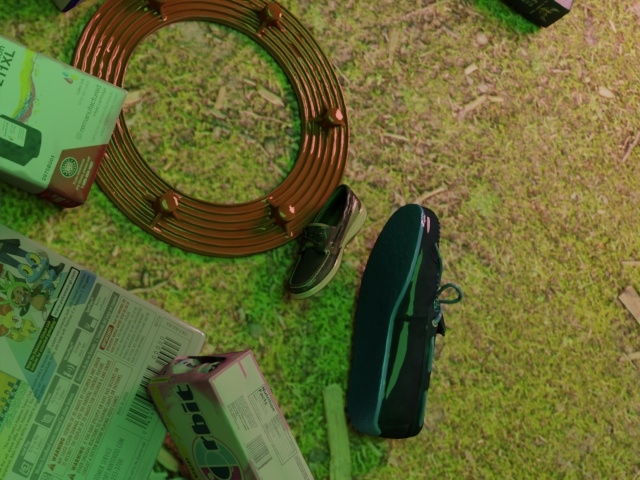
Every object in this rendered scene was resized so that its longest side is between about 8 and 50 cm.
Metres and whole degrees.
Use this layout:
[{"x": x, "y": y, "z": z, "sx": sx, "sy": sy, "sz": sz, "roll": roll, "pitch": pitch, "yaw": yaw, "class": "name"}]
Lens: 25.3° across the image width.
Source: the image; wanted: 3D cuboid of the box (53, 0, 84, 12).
[{"x": -0.223, "y": -0.319, "z": 1.504, "sx": 0.137, "sy": 0.126, "sz": 0.072, "roll": -38, "pitch": 96, "yaw": -32, "class": "box"}]

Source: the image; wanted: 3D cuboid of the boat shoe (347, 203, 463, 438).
[{"x": 0.092, "y": 0.091, "z": 1.574, "sx": 0.089, "sy": 0.109, "sz": 0.258, "roll": 18, "pitch": 82, "yaw": -30, "class": "boat shoe"}]

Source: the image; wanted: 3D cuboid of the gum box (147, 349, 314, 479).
[{"x": -0.086, "y": 0.197, "z": 1.397, "sx": 0.062, "sy": 0.107, "sz": 0.188, "roll": -34, "pitch": 105, "yaw": -40, "class": "gum box"}]

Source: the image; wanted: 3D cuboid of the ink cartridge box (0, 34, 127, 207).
[{"x": -0.300, "y": -0.123, "z": 1.414, "sx": 0.175, "sy": 0.072, "sz": 0.127, "roll": 23, "pitch": 81, "yaw": -21, "class": "ink cartridge box"}]

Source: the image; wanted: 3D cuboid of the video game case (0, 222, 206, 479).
[{"x": -0.297, "y": 0.166, "z": 1.362, "sx": 0.300, "sy": 0.036, "sz": 0.329, "roll": 30, "pitch": 63, "yaw": -18, "class": "video game case"}]

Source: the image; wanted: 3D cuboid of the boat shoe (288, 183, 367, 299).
[{"x": 0.000, "y": 0.000, "z": 1.560, "sx": 0.049, "sy": 0.056, "sz": 0.152, "roll": 58, "pitch": 43, "yaw": -31, "class": "boat shoe"}]

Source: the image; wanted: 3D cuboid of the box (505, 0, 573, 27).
[{"x": 0.267, "y": -0.417, "z": 1.842, "sx": 0.183, "sy": 0.059, "sz": 0.233, "roll": 30, "pitch": 61, "yaw": -17, "class": "box"}]

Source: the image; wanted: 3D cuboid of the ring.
[{"x": -0.112, "y": -0.146, "z": 1.565, "sx": 0.336, "sy": 0.032, "sz": 0.337, "roll": 10, "pitch": 69, "yaw": -26, "class": "ring"}]
